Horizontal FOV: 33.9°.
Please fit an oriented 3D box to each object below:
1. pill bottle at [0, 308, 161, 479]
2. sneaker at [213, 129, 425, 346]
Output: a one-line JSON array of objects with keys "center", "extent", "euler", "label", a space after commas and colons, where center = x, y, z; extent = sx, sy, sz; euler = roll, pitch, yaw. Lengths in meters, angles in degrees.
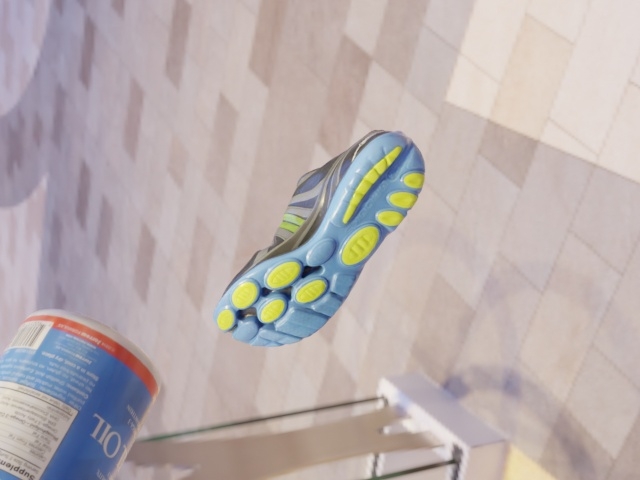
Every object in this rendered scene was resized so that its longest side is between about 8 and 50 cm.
[{"center": [-0.218, 0.172, 0.781], "extent": [0.124, 0.124, 0.222], "euler": [-41, 20, 55], "label": "pill bottle"}, {"center": [0.000, 0.000, 0.726], "extent": [0.188, 0.067, 0.078], "euler": [-49, 18, 11], "label": "sneaker"}]
